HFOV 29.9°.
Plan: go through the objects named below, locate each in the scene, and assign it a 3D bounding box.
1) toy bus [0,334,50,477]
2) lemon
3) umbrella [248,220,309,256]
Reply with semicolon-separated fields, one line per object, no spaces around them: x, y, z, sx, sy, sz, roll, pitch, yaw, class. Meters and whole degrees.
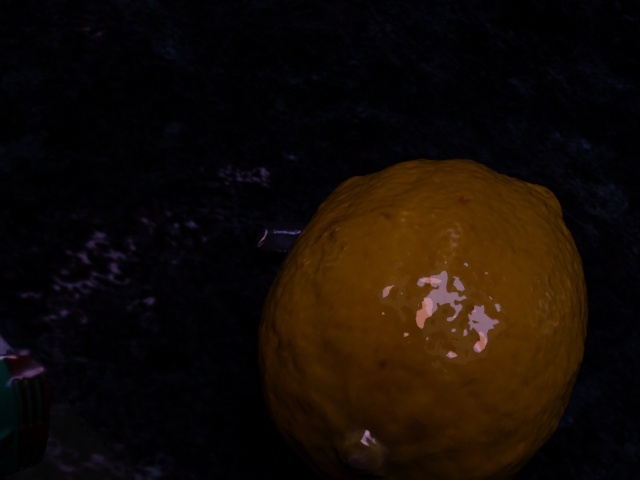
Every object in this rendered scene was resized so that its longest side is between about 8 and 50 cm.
-0.364;0.061;0.800;0.343;0.183;0.199;41;54;17;toy bus
0.081;0.064;0.913;0.245;0.245;0.320;28;41;4;lemon
0.000;0.001;1.080;0.133;0.031;0.036;2;78;-18;umbrella
